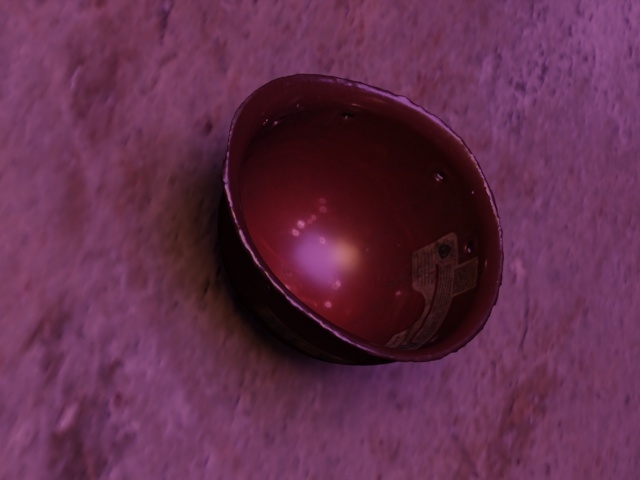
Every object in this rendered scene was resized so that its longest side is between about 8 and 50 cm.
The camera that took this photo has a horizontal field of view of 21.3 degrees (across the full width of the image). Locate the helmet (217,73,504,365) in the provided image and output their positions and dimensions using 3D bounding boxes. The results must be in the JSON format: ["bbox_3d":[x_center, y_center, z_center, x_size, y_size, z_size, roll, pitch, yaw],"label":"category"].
[{"bbox_3d":[0.000,0.000,0.921,0.175,0.106,0.155,28,57,-24],"label":"helmet"}]
